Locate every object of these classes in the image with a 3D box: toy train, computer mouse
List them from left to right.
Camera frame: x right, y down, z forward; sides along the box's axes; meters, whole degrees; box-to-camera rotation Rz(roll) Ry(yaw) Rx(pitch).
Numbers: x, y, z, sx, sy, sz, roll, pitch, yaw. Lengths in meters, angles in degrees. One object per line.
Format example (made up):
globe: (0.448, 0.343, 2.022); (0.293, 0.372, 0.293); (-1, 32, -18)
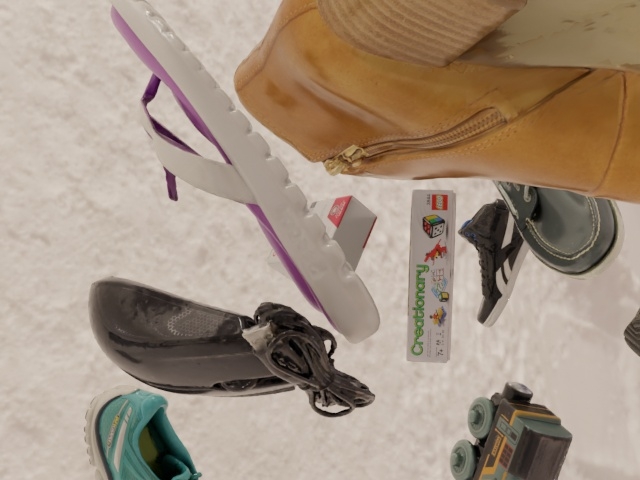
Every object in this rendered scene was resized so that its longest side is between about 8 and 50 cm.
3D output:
computer mouse: (-0.103, 0.099, 0.724); (0.188, 0.272, 0.072); (53, 55, -52)
toy train: (0.317, 0.422, 1.480); (0.142, 0.190, 0.334); (15, 100, -20)

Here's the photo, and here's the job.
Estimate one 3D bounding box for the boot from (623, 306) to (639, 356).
boot: (0.282, -0.026, 0.528); (0.076, 0.190, 0.208); (41, 71, 8)

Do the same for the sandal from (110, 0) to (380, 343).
sandal: (-0.098, -0.067, 0.774); (0.416, 0.102, 0.169); (53, -2, 14)

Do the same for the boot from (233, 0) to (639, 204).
boot: (0.114, -0.064, 0.433); (0.295, 0.211, 0.104); (22, 73, -17)

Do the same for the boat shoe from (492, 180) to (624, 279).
boat shoe: (0.259, -0.071, 1.031); (0.099, 0.116, 0.319); (31, 25, -28)

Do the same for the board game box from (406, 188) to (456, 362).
board game box: (0.142, 0.044, 1.076); (0.305, 0.053, 0.193); (16, 76, -82)

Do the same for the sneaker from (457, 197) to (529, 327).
sneaker: (0.282, 0.032, 1.445); (0.079, 0.121, 0.217); (-44, 156, -81)

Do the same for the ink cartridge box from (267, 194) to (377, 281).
ink cartridge box: (0.000, 0.000, 1.264); (0.063, 0.150, 0.109); (36, 66, -29)

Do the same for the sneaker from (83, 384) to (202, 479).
sneaker: (-0.190, 0.299, 0.970); (0.107, 0.109, 0.275); (-32, 109, -55)
